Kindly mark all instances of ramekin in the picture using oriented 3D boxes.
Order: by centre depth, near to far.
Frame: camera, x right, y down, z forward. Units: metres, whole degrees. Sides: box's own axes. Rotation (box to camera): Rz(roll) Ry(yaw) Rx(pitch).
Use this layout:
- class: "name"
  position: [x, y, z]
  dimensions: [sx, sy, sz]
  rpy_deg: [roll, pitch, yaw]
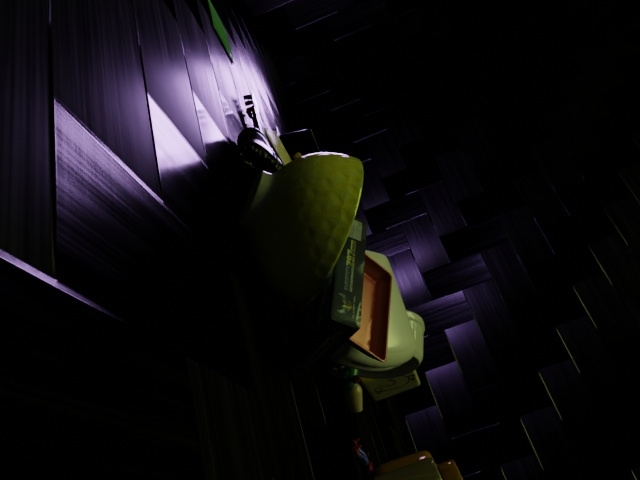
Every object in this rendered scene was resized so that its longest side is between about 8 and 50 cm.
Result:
- class: "ramekin"
  position: [0.184, 0.319, 1.640]
  dimensions: [0.273, 0.272, 0.127]
  rpy_deg: [61, 22, -53]

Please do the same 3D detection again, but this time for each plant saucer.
- class: "plant saucer"
  position: [0.048, 0.109, 1.197]
  dimensions: [0.258, 0.047, 0.259]
  rpy_deg: [37, 40, -23]

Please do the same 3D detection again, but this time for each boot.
- class: "boot"
  position: [-0.112, -0.132, 1.235]
  dimensions: [0.246, 0.094, 0.207]
  rpy_deg: [59, 6, -24]

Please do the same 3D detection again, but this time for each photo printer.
- class: "photo printer"
  position: [0.100, 0.168, 1.339]
  dimensions: [0.256, 0.107, 0.308]
  rpy_deg: [13, 51, -40]

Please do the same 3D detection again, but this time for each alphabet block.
- class: "alphabet block"
  position: [0.226, 0.426, 1.936]
  dimensions: [0.197, 0.192, 0.193]
  rpy_deg: [60, 9, -52]

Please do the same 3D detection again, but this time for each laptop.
- class: "laptop"
  position: [-0.068, -0.328, 2.104]
  dimensions: [0.264, 0.136, 0.234]
  rpy_deg: [-103, 171, -66]

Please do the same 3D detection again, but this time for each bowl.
- class: "bowl"
  position: [-0.057, -0.044, 0.987]
  dimensions: [0.156, 0.289, 0.289]
  rpy_deg: [22, 21, -13]

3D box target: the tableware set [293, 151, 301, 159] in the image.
- class: "tableware set"
  position: [-0.076, -0.243, 1.935]
  dimensions: [0.104, 0.024, 0.154]
  rpy_deg: [36, -35, 26]

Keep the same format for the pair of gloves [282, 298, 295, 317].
- class: "pair of gloves"
  position: [-0.056, 0.094, 1.233]
  dimensions: [0.240, 0.042, 0.204]
  rpy_deg: [-15, 84, -85]

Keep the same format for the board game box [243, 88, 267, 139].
- class: "board game box"
  position: [-0.195, -0.359, 1.612]
  dimensions: [0.133, 0.033, 0.169]
  rpy_deg: [68, 8, -71]

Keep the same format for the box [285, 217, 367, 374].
- class: "box"
  position: [0.011, 0.093, 0.968]
  dimensions: [0.183, 0.059, 0.233]
  rpy_deg: [126, -20, -45]

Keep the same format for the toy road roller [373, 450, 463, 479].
- class: "toy road roller"
  position: [0.200, 0.555, 1.193]
  dimensions: [0.241, 0.202, 0.330]
  rpy_deg: [-109, 180, -55]

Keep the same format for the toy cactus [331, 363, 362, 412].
- class: "toy cactus"
  position: [0.085, 0.351, 1.420]
  dimensions: [0.219, 0.112, 0.181]
  rpy_deg: [127, -48, -87]

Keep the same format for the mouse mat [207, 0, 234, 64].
- class: "mouse mat"
  position: [-0.312, -0.656, 1.701]
  dimensions: [0.153, 0.007, 0.190]
  rpy_deg: [62, 8, -53]

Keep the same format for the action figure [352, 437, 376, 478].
- class: "action figure"
  position: [0.108, 0.525, 1.300]
  dimensions: [0.038, 0.030, 0.115]
  rpy_deg: [-110, 179, -69]

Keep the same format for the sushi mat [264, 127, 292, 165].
- class: "sushi mat"
  position: [-0.097, -0.239, 1.836]
  dimensions: [0.317, 0.019, 0.151]
  rpy_deg: [59, 13, -1]
